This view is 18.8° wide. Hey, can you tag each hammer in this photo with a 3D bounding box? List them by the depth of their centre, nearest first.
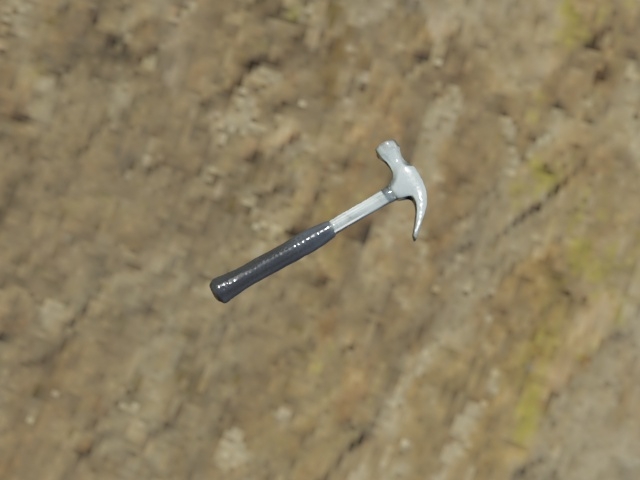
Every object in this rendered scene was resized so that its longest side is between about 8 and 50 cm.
[{"bbox_3d":[0.000,0.000,1.990,0.246,0.103,0.029,-32,172,-7],"label":"hammer"}]
